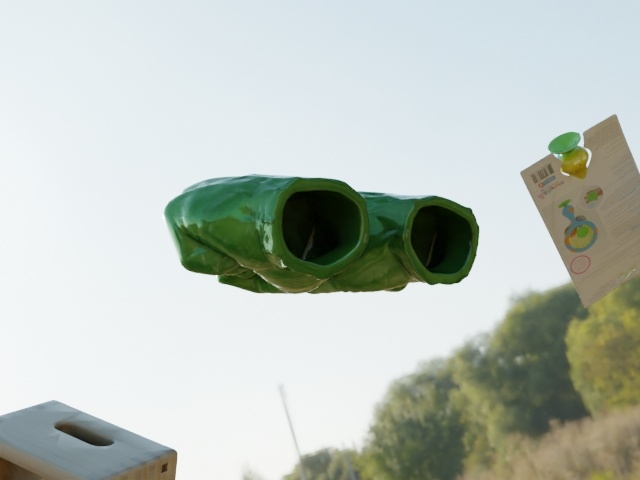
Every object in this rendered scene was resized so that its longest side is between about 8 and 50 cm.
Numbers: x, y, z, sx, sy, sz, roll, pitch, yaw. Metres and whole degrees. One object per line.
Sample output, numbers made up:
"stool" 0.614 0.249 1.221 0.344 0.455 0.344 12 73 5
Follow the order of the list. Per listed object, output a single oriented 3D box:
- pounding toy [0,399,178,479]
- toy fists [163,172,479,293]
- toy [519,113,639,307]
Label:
"pounding toy" -0.159 0.241 0.779 0.181 0.206 0.094 14 14 32
"toy fists" 0.000 0.000 0.908 0.142 0.096 0.279 6 1 43
"toy" 0.344 -0.041 1.398 0.137 0.056 0.237 -32 -56 1
